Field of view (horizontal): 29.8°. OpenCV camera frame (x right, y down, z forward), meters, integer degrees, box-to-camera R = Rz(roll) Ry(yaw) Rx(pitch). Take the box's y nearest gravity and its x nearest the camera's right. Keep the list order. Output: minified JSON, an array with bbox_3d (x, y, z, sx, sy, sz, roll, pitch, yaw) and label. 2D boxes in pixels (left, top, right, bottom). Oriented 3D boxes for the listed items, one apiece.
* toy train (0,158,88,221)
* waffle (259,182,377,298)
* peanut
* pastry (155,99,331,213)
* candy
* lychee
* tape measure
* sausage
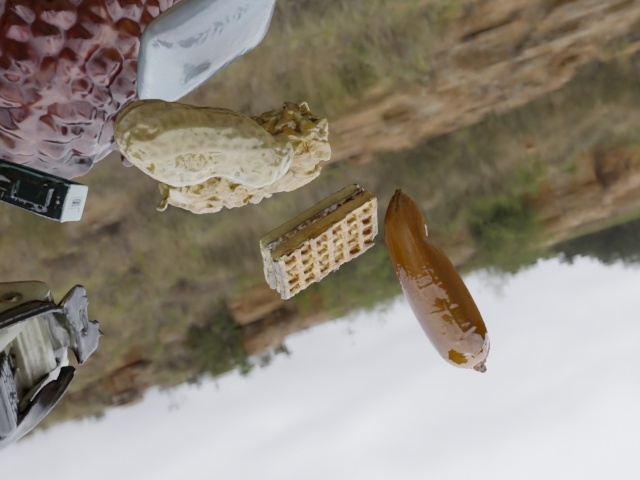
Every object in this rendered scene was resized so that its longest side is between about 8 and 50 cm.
[{"bbox_3d":[-0.407,-0.079,1.515,0.233,0.052,0.051,17,-174,18],"label":"toy train"},{"bbox_3d":[0.000,0.000,1.431,0.148,0.042,0.102,-32,150,-16],"label":"waffle"},{"bbox_3d":[-0.110,-0.086,1.125,0.174,0.080,0.080,8,174,-22],"label":"peanut"},{"bbox_3d":[-0.112,-0.113,1.633,0.249,0.102,0.154,-14,152,-8],"label":"pastry"},{"bbox_3d":[-0.118,-0.219,1.269,0.174,0.071,0.138,-39,168,-26],"label":"candy"},{"bbox_3d":[-0.385,-0.279,1.706,0.425,0.500,0.424,-50,-173,8],"label":"lychee"},{"bbox_3d":[-0.361,0.123,1.085,0.271,0.133,0.231,-3,-155,8],"label":"tape measure"},{"bbox_3d":[0.100,0.041,1.080,0.054,0.183,0.062,-28,-178,-1],"label":"sausage"}]
